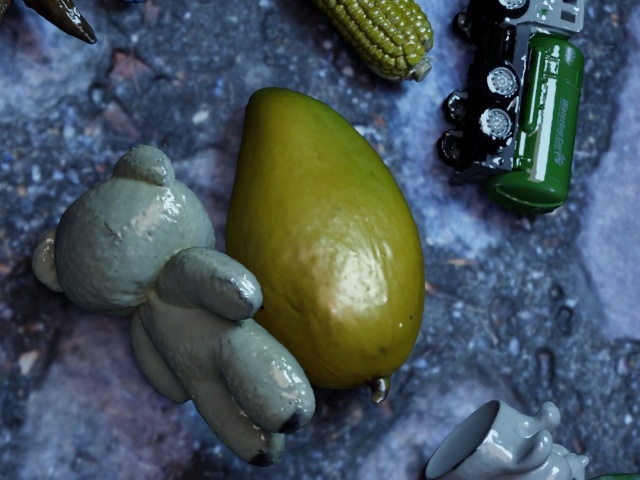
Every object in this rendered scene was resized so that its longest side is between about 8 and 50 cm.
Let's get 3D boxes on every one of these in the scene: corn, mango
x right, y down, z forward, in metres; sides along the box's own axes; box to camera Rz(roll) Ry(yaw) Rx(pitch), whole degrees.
[{"bbox_3d":[0.025,-0.248,1.411,0.080,0.080,0.238,-40,90,-21],"label":"corn"},{"bbox_3d":[0.000,0.000,1.322,0.176,0.119,0.317,-8,69,-15],"label":"mango"}]

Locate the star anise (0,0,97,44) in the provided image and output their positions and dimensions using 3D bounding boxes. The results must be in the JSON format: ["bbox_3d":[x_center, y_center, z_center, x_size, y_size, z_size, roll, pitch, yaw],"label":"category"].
[{"bbox_3d":[-0.301,-0.273,1.316,0.272,0.102,0.272,5,78,-22],"label":"star anise"}]

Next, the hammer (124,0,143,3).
[{"bbox_3d":[-0.180,-0.315,1.383,0.116,0.069,0.194,1,80,-16],"label":"hammer"}]

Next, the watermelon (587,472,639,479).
[{"bbox_3d":[0.328,0.287,1.355,0.187,0.071,0.139,18,75,-10],"label":"watermelon"}]

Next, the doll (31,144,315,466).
[{"bbox_3d":[-0.104,0.062,1.246,0.175,0.149,0.278,-42,78,21],"label":"doll"}]

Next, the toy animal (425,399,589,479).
[{"bbox_3d":[0.210,0.244,1.306,0.131,0.104,0.221,-44,90,8],"label":"toy animal"}]

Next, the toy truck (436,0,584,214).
[{"bbox_3d":[0.194,-0.150,1.421,0.125,0.101,0.242,13,75,-17],"label":"toy truck"}]
